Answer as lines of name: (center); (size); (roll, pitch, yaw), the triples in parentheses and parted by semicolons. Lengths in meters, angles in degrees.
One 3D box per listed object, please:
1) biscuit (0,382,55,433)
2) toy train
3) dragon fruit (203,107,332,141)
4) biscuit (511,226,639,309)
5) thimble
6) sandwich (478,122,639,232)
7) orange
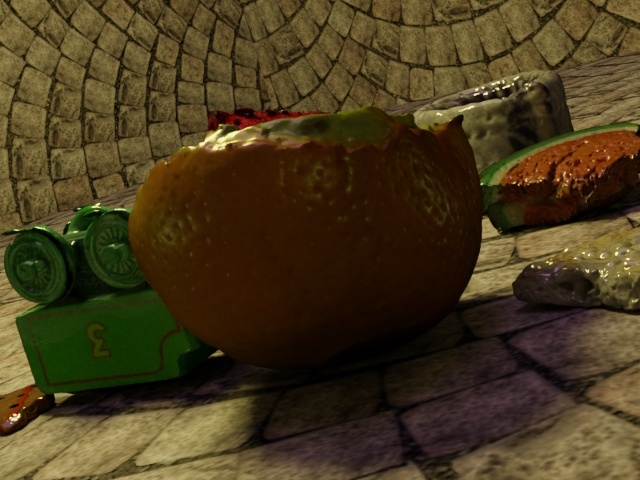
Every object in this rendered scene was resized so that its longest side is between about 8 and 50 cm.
biscuit: (-0.338, 0.178, 1.042); (0.130, 0.019, 0.119); (-17, 10, 2)
toy train: (-0.198, 0.052, 1.012); (0.243, 0.188, 0.132); (-12, 11, 26)
dragon fruit: (-0.031, -0.108, 1.458); (0.330, 0.240, 0.302); (-28, 27, -21)
biscuit: (0.294, 0.014, 0.856); (0.265, 0.040, 0.188); (-14, 10, 19)
thimble: (0.248, -0.135, 1.399); (0.217, 0.157, 0.245); (-21, 10, -11)
sandwich: (0.313, -0.074, 1.216); (0.235, 0.079, 0.159); (-28, 25, -34)
orange: (0.001, 0.010, 0.864); (0.262, 0.196, 0.334); (-12, -6, 23)
